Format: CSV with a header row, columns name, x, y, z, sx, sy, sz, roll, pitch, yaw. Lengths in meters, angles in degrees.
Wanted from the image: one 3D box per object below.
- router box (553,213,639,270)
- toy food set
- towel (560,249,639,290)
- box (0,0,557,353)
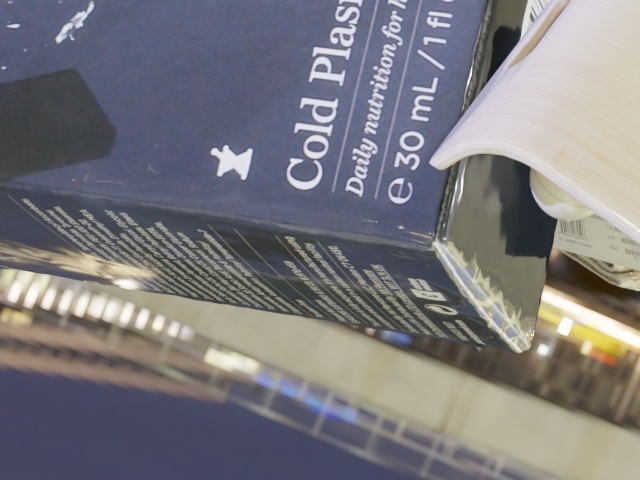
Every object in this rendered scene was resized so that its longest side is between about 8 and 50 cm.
name,x,y,z,sx,sy,sz,roll,pitch,yaw
router box,0.269,-0.095,1.601,0.301,0.082,0.335,-29,-149,-36
toy food set,0.238,-0.029,0.987,0.306,0.220,0.092,36,147,3
towel,0.345,-0.028,1.681,0.282,0.049,0.187,-13,-152,-25
box,-0.053,-0.207,1.312,0.472,0.480,0.297,8,166,21
